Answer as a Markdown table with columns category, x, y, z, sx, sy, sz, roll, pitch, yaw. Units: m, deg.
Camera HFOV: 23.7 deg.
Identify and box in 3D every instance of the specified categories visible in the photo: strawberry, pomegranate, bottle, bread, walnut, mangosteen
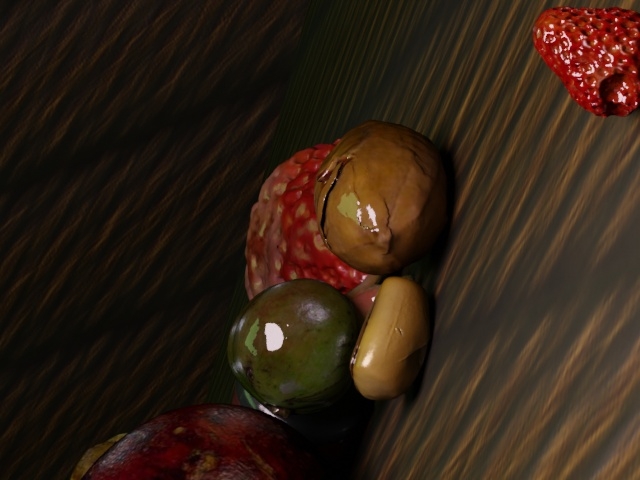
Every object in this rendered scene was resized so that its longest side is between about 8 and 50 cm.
| category | x | y | z | sx | sy | sz | roll | pitch | yaw |
| --- | --- | --- | --- | --- | --- | --- | --- | --- | --- |
| strawberry | 0.000 | 0.000 | 1.707 | 0.336 | 0.149 | 0.265 | 150 | 133 | -78 |
| pomegranate | 0.004 | 0.092 | 1.484 | 0.131 | 0.191 | 0.152 | 64 | 164 | 2 |
| bottle | -0.048 | 0.254 | 1.703 | 0.336 | 0.144 | 0.144 | 107 | 171 | -45 |
| bread | 0.071 | 0.092 | 1.389 | 0.082 | 0.056 | 0.115 | 69 | -139 | -58 |
| walnut | 0.059 | -0.045 | 1.452 | 0.245 | 0.137 | 0.137 | -73 | -1 | -69 |
| mangosteen | -0.131 | 0.310 | 1.473 | 0.359 | 0.306 | 0.306 | 1 | 75 | 39 |
| strawberry | 0.169 | -0.113 | 0.935 | 0.073 | 0.083 | 0.073 | 15 | -90 | -89 |
